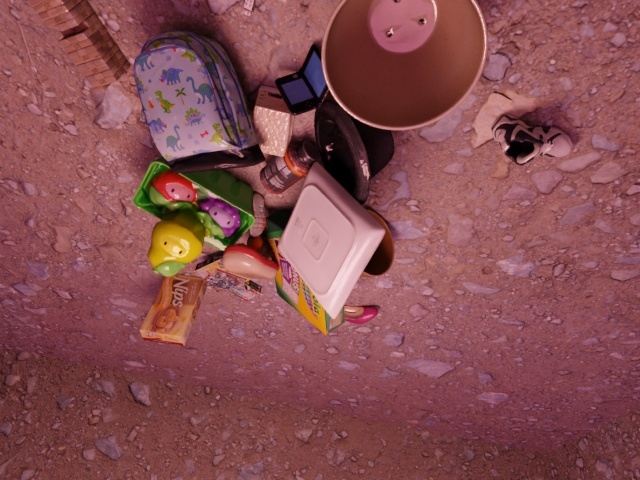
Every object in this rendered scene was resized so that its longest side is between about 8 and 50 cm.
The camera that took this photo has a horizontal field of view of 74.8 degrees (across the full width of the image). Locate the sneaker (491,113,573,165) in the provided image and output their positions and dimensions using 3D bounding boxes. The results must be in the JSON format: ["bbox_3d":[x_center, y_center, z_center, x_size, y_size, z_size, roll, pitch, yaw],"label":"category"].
[{"bbox_3d":[0.584,-0.247,1.135,0.235,0.153,0.094,21,139,-11],"label":"sneaker"}]

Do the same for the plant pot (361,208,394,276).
[{"bbox_3d":[0.096,0.034,1.522,0.237,0.237,0.254,36,147,-26],"label":"plant pot"}]

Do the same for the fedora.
[{"bbox_3d":[0.107,-0.261,1.174,0.152,0.334,0.334,-25,136,-10],"label":"fedora"}]

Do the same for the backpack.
[{"bbox_3d":[-0.334,-0.364,1.115,0.290,0.273,0.355,-1,100,19],"label":"backpack"}]

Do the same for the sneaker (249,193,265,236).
[{"bbox_3d":[-0.236,-0.086,1.498,0.061,0.158,0.065,16,159,-38],"label":"sneaker"}]

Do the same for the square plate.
[{"bbox_3d":[0.000,0.000,1.243,0.049,0.344,0.347,-6,133,-42],"label":"square plate"}]

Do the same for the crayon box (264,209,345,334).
[{"bbox_3d":[-0.054,0.110,1.512,0.313,0.106,0.363,32,138,43],"label":"crayon box"}]

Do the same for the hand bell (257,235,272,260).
[{"bbox_3d":[-0.156,0.063,1.688,0.242,0.126,0.126,16,139,-24],"label":"hand bell"}]

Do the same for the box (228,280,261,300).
[{"bbox_3d":[-0.383,0.196,1.912,0.207,0.036,0.114,36,132,-26],"label":"box"}]

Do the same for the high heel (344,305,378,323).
[{"bbox_3d":[0.137,0.323,1.923,0.244,0.082,0.117,-12,132,34],"label":"high heel"}]

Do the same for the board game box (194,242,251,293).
[{"bbox_3d":[-0.385,0.123,1.785,0.243,0.042,0.165,-23,126,17],"label":"board game box"}]

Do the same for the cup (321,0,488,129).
[{"bbox_3d":[0.182,-0.453,0.928,0.331,0.237,0.331,6,139,5],"label":"cup"}]

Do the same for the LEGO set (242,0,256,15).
[{"bbox_3d":[-0.167,-0.616,0.926,0.087,0.093,0.227,21,137,-11],"label":"LEGO set"}]

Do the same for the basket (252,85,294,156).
[{"bbox_3d":[-0.139,-0.342,1.217,0.113,0.103,0.167,12,138,-3],"label":"basket"}]

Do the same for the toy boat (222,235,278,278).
[{"bbox_3d":[-0.245,0.050,1.498,0.151,0.151,0.231,1,165,20],"label":"toy boat"}]

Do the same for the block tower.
[{"bbox_3d":[-0.638,-0.563,1.085,0.097,0.091,0.335,-6,136,19],"label":"block tower"}]

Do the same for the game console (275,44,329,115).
[{"bbox_3d":[-0.044,-0.412,1.077,0.124,0.144,0.085,-21,152,-8],"label":"game console"}]

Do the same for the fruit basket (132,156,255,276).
[{"bbox_3d":[-0.433,-0.074,1.380,0.392,0.392,0.283,31,134,-21],"label":"fruit basket"}]

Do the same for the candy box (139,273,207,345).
[{"bbox_3d":[-0.648,0.301,1.871,0.183,0.316,0.087,9,137,1],"label":"candy box"}]

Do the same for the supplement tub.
[{"bbox_3d":[-0.096,-0.233,1.327,0.198,0.106,0.106,-29,125,36],"label":"supplement tub"}]
